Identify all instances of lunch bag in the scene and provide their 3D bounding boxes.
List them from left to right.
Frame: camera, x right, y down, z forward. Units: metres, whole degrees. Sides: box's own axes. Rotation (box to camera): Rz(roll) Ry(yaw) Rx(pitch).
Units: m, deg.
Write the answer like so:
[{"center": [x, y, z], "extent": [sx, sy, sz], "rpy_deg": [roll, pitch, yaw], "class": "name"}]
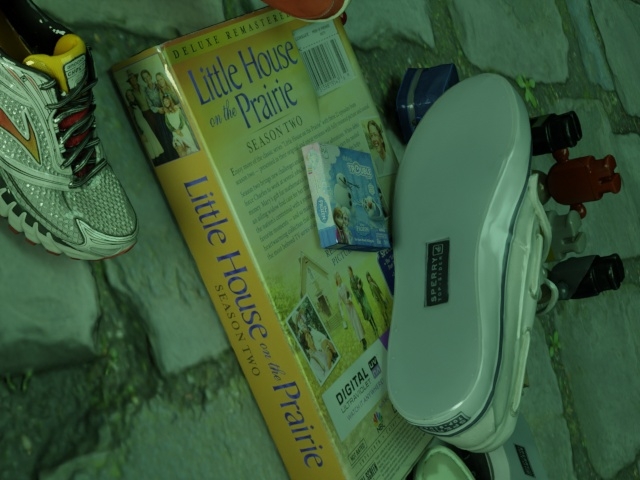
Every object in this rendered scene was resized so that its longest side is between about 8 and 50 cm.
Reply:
[{"center": [0.118, -0.149, 1.333], "extent": [0.098, 0.065, 0.067], "rpy_deg": [-66, 146, -50], "class": "lunch bag"}]

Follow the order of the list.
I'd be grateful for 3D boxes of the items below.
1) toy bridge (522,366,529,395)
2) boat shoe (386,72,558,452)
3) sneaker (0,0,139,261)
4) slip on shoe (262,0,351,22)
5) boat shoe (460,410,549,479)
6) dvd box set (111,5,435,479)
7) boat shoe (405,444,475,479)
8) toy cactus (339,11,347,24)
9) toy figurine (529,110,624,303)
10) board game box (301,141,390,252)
[{"center": [0.208, 0.080, 1.322], "extent": [0.063, 0.026, 0.188], "rpy_deg": [27, 52, -53], "class": "toy bridge"}, {"center": [0.159, 0.025, 1.117], "extent": [0.156, 0.136, 0.367], "rpy_deg": [40, 46, -43], "class": "boat shoe"}, {"center": [-0.183, -0.083, 0.775], "extent": [0.225, 0.093, 0.088], "rpy_deg": [59, 33, -22], "class": "sneaker"}, {"center": [-0.113, -0.258, 0.936], "extent": [0.331, 0.123, 0.101], "rpy_deg": [29, 59, -30], "class": "slip on shoe"}, {"center": [0.177, 0.253, 1.169], "extent": [0.080, 0.076, 0.228], "rpy_deg": [24, 31, -26], "class": "boat shoe"}, {"center": [0.000, 0.000, 1.064], "extent": [0.307, 0.062, 0.420], "rpy_deg": [-39, 109, -58], "class": "dvd box set"}, {"center": [0.119, 0.302, 1.098], "extent": [0.081, 0.069, 0.227], "rpy_deg": [-14, 85, -31], "class": "boat shoe"}, {"center": [0.010, -0.324, 1.230], "extent": [0.180, 0.112, 0.219], "rpy_deg": [49, 45, -18], "class": "toy cactus"}, {"center": [0.266, -0.034, 1.448], "extent": [0.213, 0.148, 0.209], "rpy_deg": [31, 55, -52], "class": "toy figurine"}, {"center": [0.023, -0.036, 1.037], "extent": [0.090, 0.020, 0.090], "rpy_deg": [4, 70, -57], "class": "board game box"}]
